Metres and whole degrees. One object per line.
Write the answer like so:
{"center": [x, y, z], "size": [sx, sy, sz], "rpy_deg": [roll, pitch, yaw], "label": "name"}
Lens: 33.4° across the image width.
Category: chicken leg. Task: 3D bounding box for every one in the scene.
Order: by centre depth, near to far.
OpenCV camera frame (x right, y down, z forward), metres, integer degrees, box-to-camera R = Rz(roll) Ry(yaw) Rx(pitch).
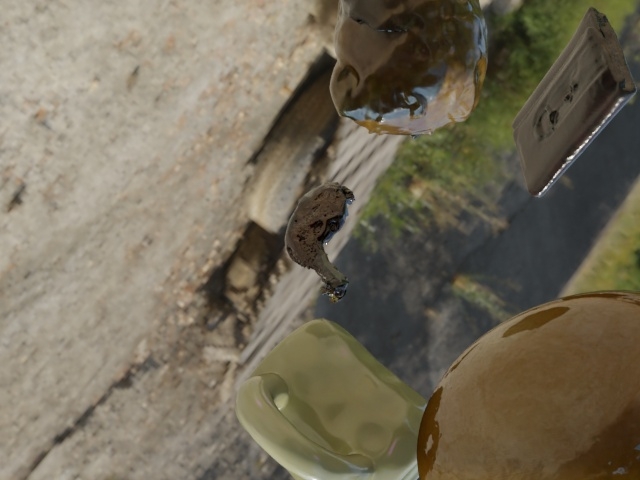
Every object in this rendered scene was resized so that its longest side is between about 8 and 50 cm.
{"center": [0.000, 0.000, 1.584], "size": [0.253, 0.106, 0.051], "rpy_deg": [-90, 164, -48], "label": "chicken leg"}

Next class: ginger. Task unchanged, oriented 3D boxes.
{"center": [0.117, -0.254, 1.396], "size": [0.269, 0.200, 0.223], "rpy_deg": [-80, 172, -66], "label": "ginger"}

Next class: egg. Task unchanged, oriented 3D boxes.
{"center": [0.263, 0.191, 1.007], "size": [0.351, 0.282, 0.282], "rpy_deg": [-19, -176, 22], "label": "egg"}

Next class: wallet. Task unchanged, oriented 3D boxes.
{"center": [0.346, -0.190, 1.502], "size": [0.182, 0.049, 0.229], "rpy_deg": [-95, -153, -43], "label": "wallet"}

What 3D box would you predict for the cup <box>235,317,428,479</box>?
{"center": [0.021, 0.199, 1.206], "size": [0.173, 0.202, 0.255], "rpy_deg": [-45, 161, -11], "label": "cup"}
